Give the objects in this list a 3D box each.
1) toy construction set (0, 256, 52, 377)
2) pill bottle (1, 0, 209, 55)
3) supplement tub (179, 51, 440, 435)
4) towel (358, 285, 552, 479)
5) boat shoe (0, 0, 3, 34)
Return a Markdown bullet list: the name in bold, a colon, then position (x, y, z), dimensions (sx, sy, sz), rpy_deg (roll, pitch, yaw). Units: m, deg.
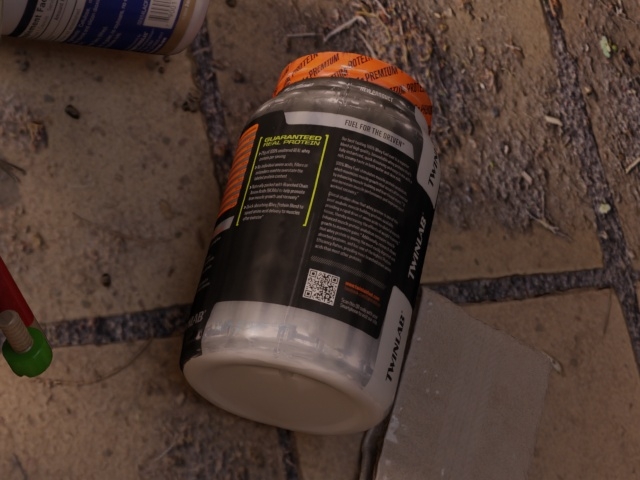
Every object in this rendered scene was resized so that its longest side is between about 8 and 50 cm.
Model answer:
- **toy construction set**: position (-0.328, 0.183, 1.165), dimensions (0.257, 0.237, 0.309), rpy_deg (32, 65, 33)
- **pill bottle**: position (-0.249, -0.266, 1.384), dimensions (0.264, 0.153, 0.153), rpy_deg (4, 71, -29)
- **supplement tub**: position (0.000, 0.000, 1.400), dimensions (0.207, 0.207, 0.338), rpy_deg (25, 63, -21)
- **towel**: position (0.141, 0.207, 1.505), dimensions (0.187, 0.049, 0.282), rpy_deg (30, 59, -20)
- **boat shoe**: position (-0.355, -0.114, 1.112), dimensions (0.156, 0.187, 0.500), rpy_deg (23, 48, -33)
